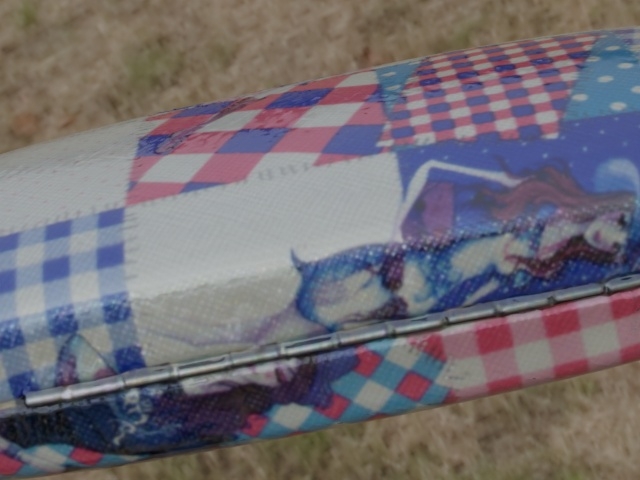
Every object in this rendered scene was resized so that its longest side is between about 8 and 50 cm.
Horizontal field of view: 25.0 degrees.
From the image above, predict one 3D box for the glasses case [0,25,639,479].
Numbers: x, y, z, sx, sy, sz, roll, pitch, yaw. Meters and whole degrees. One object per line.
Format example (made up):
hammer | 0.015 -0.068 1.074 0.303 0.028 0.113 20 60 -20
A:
glasses case | 0.000 0.000 0.403 0.327 0.076 0.125 -12 25 2
